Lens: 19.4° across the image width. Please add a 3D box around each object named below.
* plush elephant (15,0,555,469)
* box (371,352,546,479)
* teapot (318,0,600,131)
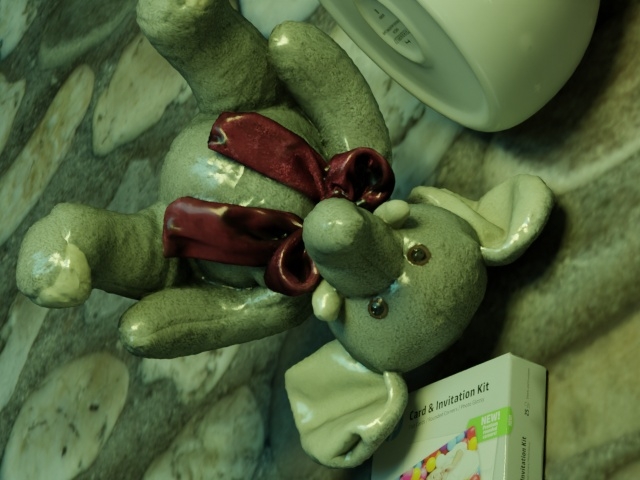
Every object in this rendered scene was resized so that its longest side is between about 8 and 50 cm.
[{"bbox_3d":[0.000,0.000,1.301,0.255,0.330,0.272,24,82,42],"label":"plush elephant"},{"bbox_3d":[0.088,0.183,1.251,0.145,0.038,0.186,-27,47,48],"label":"box"},{"bbox_3d":[0.110,-0.212,1.323,0.187,0.252,0.256,-46,45,-10],"label":"teapot"}]
